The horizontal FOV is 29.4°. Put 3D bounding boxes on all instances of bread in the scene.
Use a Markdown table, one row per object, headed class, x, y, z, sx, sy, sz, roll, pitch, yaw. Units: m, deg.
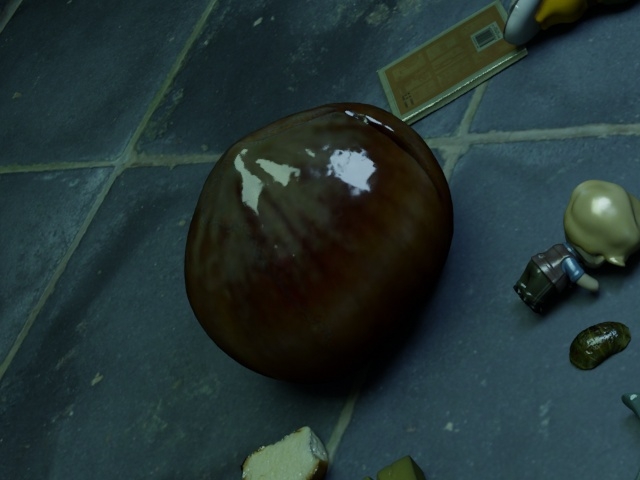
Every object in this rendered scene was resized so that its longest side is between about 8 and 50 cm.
| class | x | y | z | sx | sy | sz | roll | pitch | yaw |
| --- | --- | --- | --- | --- | --- | --- | --- | --- | --- |
| bread | -0.048 | 0.317 | 1.657 | 0.129 | 0.044 | 0.126 | -33 | 32 | 15 |

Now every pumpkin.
| class | x | y | z | sx | sy | sz | roll | pitch | yaw |
| --- | --- | --- | --- | --- | --- | --- | --- | --- | --- |
| pumpkin | 0.344 | 0.124 | 1.521 | 0.083 | 0.028 | 0.050 | -31 | 38 | 7 |

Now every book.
| class | x | y | z | sx | sy | sz | roll | pitch | yaw |
| --- | --- | --- | --- | --- | --- | --- | --- | --- | --- |
| book | 0.215 | -0.295 | 2.031 | 0.241 | 0.018 | 0.170 | -30 | 39 | 14 |

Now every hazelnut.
| class | x | y | z | sx | sy | sz | roll | pitch | yaw |
| --- | --- | --- | --- | --- | --- | --- | --- | --- | --- |
| hazelnut | 0.000 | 0.000 | 1.700 | 0.359 | 0.359 | 0.409 | 28 | 83 | 50 |

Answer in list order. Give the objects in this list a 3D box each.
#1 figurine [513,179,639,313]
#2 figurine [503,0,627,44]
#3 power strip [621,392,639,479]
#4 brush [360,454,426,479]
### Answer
| class | x | y | z | sx | sy | sz | roll | pitch | yaw |
| --- | --- | --- | --- | --- | --- | --- | --- | --- | --- |
| figurine | 0.338 | 0.014 | 1.587 | 0.196 | 0.108 | 0.114 | -52 | 12 | 10 |
| figurine | 0.411 | -0.379 | 1.892 | 0.141 | 0.166 | 0.250 | 37 | 98 | 20 |
| power strip | 0.373 | 0.251 | 1.362 | 0.137 | 0.044 | 0.216 | 8 | 60 | 43 |
| brush | 0.106 | 0.377 | 1.468 | 0.103 | 0.047 | 0.233 | -33 | 41 | 10 |
